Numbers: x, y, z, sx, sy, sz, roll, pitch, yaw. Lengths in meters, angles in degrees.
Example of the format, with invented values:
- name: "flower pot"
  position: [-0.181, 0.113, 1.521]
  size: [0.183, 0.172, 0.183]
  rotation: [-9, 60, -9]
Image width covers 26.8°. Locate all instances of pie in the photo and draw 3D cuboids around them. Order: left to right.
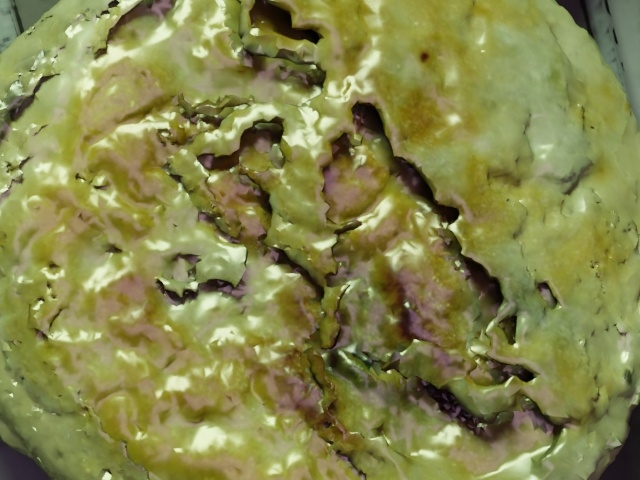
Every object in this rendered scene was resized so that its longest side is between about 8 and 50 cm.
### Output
- name: "pie"
  position: [0.000, 0.000, 0.612]
  size: [0.339, 0.077, 0.339]
  rotation: [1, 84, -10]
